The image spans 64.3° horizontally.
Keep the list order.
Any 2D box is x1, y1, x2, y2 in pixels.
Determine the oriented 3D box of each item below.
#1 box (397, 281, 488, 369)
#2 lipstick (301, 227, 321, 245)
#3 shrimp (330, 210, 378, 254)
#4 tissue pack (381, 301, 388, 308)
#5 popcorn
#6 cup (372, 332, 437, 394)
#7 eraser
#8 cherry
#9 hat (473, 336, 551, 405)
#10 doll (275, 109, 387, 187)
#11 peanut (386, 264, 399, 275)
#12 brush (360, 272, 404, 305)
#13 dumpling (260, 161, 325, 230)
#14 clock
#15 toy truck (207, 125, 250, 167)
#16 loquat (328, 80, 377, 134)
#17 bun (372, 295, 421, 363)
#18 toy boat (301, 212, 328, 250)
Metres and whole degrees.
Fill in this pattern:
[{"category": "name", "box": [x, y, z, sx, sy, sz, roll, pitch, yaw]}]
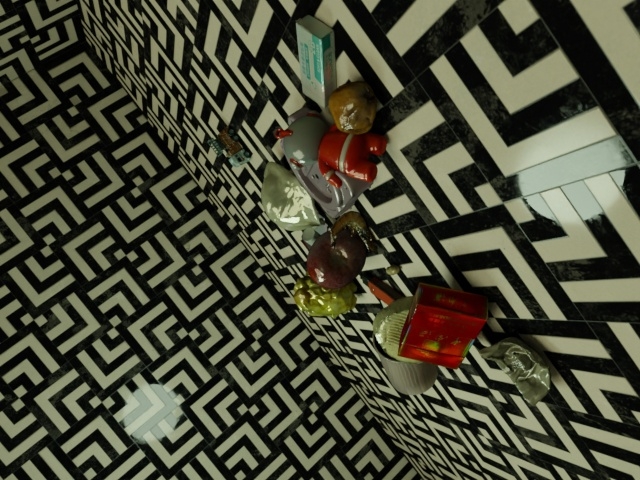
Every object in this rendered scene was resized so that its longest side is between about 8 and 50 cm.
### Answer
[{"category": "box", "box": [0.357, 0.265, 1.528, 0.197, 0.089, 0.313, 11, 141, 5]}, {"category": "lipstick", "box": [0.018, 0.026, 2.009, 0.059, 0.059, 0.264, 36, 180, 38]}, {"category": "shrimp", "box": [0.110, -0.001, 1.754, 0.195, 0.147, 0.035, 56, 170, -19]}, {"category": "tissue pack", "box": [0.274, 0.264, 2.055, 0.056, 0.023, 0.108, 31, 153, 47]}, {"category": "popcorn", "box": [0.022, 0.236, 2.256, 0.286, 0.215, 0.252, 12, 171, -5]}, {"category": "cup", "box": [0.311, 0.432, 1.983, 0.288, 0.208, 0.273, 21, 148, 41]}, {"category": "eraser", "box": [-0.009, -0.459, 1.317, 0.095, 0.052, 0.225, 40, 158, 24]}, {"category": "cherry", "box": [0.056, 0.064, 1.885, 0.206, 0.239, 0.239, 33, 163, -8]}, {"category": "hat", "box": [0.556, 0.337, 1.466, 0.214, 0.149, 0.245, 44, -162, -2]}, {"category": "doll", "box": [0.013, -0.257, 1.397, 0.336, 0.200, 0.105, 19, -179, 26]}, {"category": "peanut", "box": [0.253, 0.105, 1.785, 0.037, 0.037, 0.083, 52, 160, -1]}, {"category": "brush", "box": [0.268, 0.214, 1.944, 0.323, 0.051, 0.070, 37, 150, 44]}, {"category": "dumpling", "box": [-0.112, -0.153, 1.920, 0.318, 0.187, 0.242, 52, 161, -12]}, {"category": "clock", "box": [0.005, -0.241, 1.606, 0.322, 0.113, 0.295, 52, 162, 3]}, {"category": "toy truck", "box": [-0.402, -0.403, 2.261, 0.178, 0.115, 0.080, 53, 162, -10]}, {"category": "loquat", "box": [0.085, -0.330, 1.262, 0.137, 0.112, 0.137, 33, 129, 52]}, {"category": "bun", "box": [0.317, 0.291, 1.746, 0.260, 0.259, 0.152, 58, -158, -20]}, {"category": "toy boat", "box": [-0.015, -0.002, 2.182, 0.219, 0.072, 0.318, 28, 148, 44]}]
